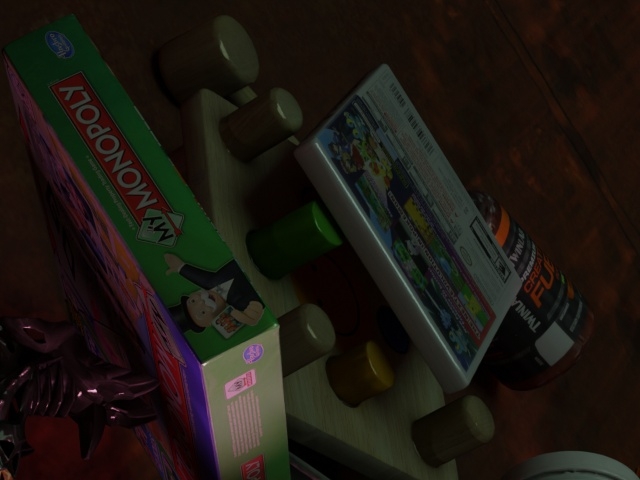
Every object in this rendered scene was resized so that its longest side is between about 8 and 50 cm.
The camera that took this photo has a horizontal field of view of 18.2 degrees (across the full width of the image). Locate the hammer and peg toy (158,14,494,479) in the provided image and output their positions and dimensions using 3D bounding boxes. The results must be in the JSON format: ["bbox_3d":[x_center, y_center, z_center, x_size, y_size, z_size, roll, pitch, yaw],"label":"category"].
[{"bbox_3d":[0.000,0.000,1.455,0.266,0.127,0.361,32,39,-42],"label":"hammer and peg toy"}]

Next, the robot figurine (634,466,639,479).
[{"bbox_3d":[0.332,0.348,1.721,0.291,0.085,0.211,53,29,-13],"label":"robot figurine"}]

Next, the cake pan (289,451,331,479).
[{"bbox_3d":[0.075,0.231,1.277,0.293,0.054,0.293,34,-6,4],"label":"cake pan"}]

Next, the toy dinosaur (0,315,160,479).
[{"bbox_3d":[-0.196,0.141,0.995,0.218,0.164,0.322,-60,140,-41],"label":"toy dinosaur"}]

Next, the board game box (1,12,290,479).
[{"bbox_3d":[-0.087,0.050,1.099,0.213,0.046,0.317,56,-16,27],"label":"board game box"}]

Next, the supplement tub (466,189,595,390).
[{"bbox_3d":[0.136,0.030,1.676,0.198,0.106,0.106,45,31,-26],"label":"supplement tub"}]

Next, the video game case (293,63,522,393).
[{"bbox_3d":[0.067,-0.013,1.421,0.201,0.023,0.183,58,26,-10],"label":"video game case"}]

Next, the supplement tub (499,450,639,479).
[{"bbox_3d":[0.190,0.272,1.494,0.144,0.144,0.200,42,33,-31],"label":"supplement tub"}]
